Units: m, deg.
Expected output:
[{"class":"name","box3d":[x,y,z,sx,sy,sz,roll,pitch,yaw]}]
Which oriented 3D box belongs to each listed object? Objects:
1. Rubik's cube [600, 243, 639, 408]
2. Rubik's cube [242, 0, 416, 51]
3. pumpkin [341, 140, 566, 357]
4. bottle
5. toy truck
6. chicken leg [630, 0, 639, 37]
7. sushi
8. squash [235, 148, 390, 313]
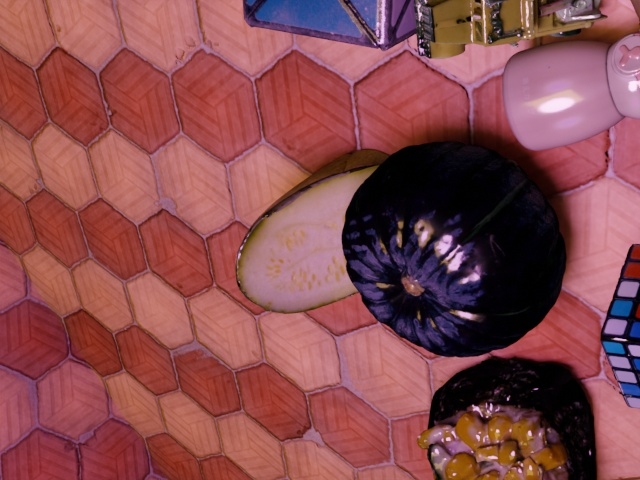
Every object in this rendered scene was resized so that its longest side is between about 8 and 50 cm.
[{"class":"Rubik's cube","box3d":[0.530,0.129,1.154,0.187,0.184,0.182,1,139,37]},{"class":"Rubik's cube","box3d":[0.050,-0.436,1.153,0.259,0.255,0.260,17,127,31]},{"class":"pumpkin","box3d":[0.208,0.017,1.315,0.364,0.266,0.363,22,133,25]},{"class":"bottle","box3d":[0.385,-0.214,1.110,0.237,0.147,0.147,-8,112,38]},{"class":"toy truck","box3d":[0.257,-0.315,1.073,0.260,0.135,0.128,-10,117,-3]},{"class":"chicken leg","box3d":[0.406,-0.376,0.946,0.201,0.153,0.429,74,173,-79]},{"class":"sushi","box3d":[0.320,0.408,1.465,0.329,0.285,0.327,9,122,36]},{"class":"squash","box3d":[0.000,0.000,1.438,0.210,0.309,0.233,6,120,36]}]
